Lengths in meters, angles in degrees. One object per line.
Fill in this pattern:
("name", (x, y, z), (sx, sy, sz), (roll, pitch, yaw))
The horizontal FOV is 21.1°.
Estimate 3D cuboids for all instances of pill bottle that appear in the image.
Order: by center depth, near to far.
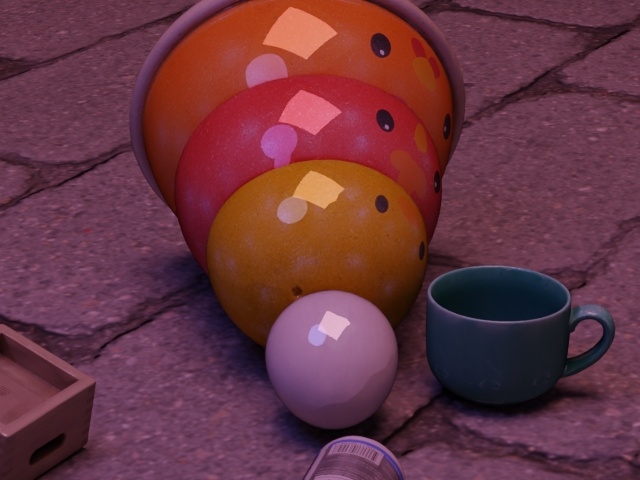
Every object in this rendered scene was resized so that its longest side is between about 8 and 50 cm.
("pill bottle", (0.012, 0.212, 1.303), (0.078, 0.078, 0.137), (6, 24, 16))

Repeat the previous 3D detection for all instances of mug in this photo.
("mug", (0.171, 0.095, 1.559), (0.157, 0.097, 0.129), (20, 29, 38))

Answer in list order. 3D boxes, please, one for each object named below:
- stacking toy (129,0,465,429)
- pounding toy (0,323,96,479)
("stacking toy", (0.000, 0.000, 1.643), (0.350, 0.351, 0.480), (-3, 41, -6))
("pounding toy", (-0.288, 0.156, 1.449), (0.130, 0.100, 0.141), (28, 35, 24))
